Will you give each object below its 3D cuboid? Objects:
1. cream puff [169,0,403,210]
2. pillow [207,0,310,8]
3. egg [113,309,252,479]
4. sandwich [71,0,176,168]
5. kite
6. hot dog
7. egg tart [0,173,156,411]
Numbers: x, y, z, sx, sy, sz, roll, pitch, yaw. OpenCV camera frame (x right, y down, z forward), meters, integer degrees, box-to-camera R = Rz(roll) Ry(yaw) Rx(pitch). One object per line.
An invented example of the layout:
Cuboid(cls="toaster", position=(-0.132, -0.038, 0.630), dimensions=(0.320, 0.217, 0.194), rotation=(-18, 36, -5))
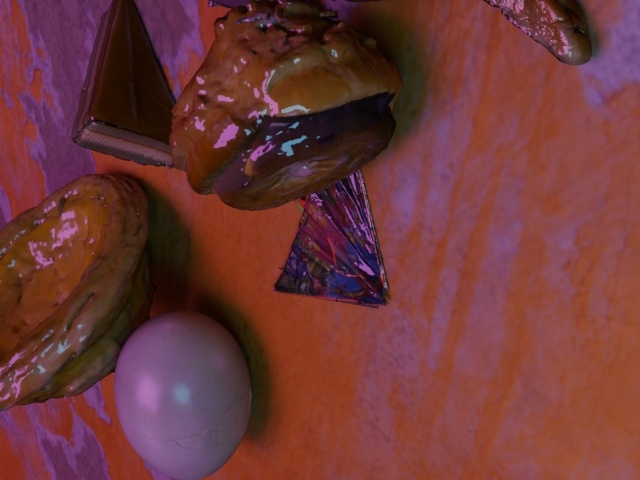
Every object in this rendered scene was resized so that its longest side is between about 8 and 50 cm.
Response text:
Cuboid(cls="cream puff", position=(-0.032, -0.105, 0.674), dimensions=(0.189, 0.189, 0.129), rotation=(-41, 70, 53))
Cuboid(cls="pillow", position=(-0.064, -0.301, 0.710), dimensions=(0.169, 0.059, 0.255), rotation=(25, 126, 40))
Cuboid(cls="egg", position=(-0.150, 0.176, 0.993), dimensions=(0.151, 0.151, 0.209), rotation=(24, 131, 43))
Cuboid(cls="sandwich", position=(-0.195, -0.173, 0.979), dimensions=(0.079, 0.113, 0.163), rotation=(-25, 53, 55))
Cuboid(cls="kite", position=(0.000, 0.000, 0.825), dimensions=(0.183, 0.014, 0.241), rotation=(53, 143, 20))
Cuboid(cls="hot dog", position=(0.138, -0.147, 0.555), dimensions=(0.090, 0.030, 0.034), rotation=(48, 131, 25))
Cuboid(cls="egg tart", position=(-0.318, 0.080, 1.061), dimensions=(0.345, 0.345, 0.132), rotation=(16, 152, 47))
